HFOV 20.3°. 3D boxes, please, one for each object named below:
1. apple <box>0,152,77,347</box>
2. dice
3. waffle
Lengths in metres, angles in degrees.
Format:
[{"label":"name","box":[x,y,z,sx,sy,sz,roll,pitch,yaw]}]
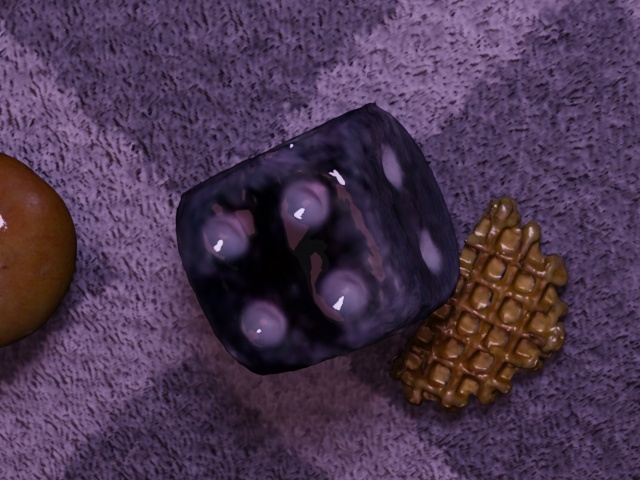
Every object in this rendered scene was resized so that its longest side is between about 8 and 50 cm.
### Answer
[{"label":"apple","box":[-0.302,0.010,1.592,0.182,0.155,0.182,1,94,17]},{"label":"dice","box":[0.000,0.000,1.504,0.182,0.181,0.183,-21,96,26]},{"label":"waffle","box":[0.133,0.064,1.582,0.192,0.046,0.160,-28,101,16]}]
